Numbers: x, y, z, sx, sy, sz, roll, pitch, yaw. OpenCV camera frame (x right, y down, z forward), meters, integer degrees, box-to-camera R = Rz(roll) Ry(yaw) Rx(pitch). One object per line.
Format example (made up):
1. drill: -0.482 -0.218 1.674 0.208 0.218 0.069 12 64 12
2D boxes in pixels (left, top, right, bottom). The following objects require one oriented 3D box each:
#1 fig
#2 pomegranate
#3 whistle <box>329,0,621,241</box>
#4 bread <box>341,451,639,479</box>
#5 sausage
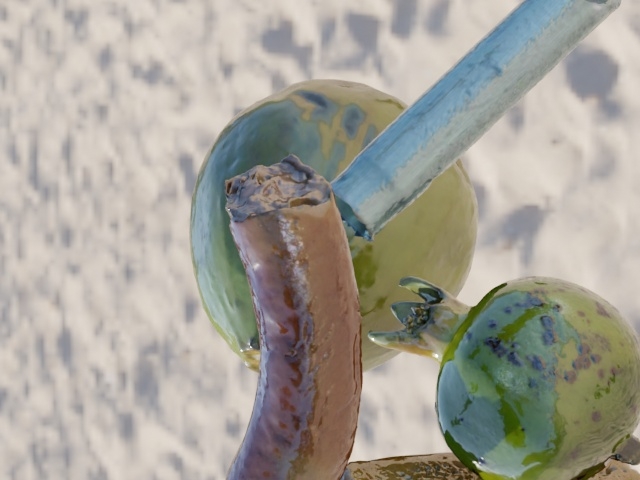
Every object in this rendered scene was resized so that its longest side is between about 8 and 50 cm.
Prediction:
1. fig: 0.005 0.005 1.906 0.343 0.343 0.343 180 90 -67
2. pomegranate: 0.163 0.126 1.507 0.198 0.246 0.198 0 -90 -82
3. whistle: 0.130 -0.124 1.400 0.062 0.312 0.062 45 170 10
4. bread: 0.179 0.280 1.597 0.185 0.380 0.109 52 126 38
5. sausage: -0.020 0.091 1.222 0.076 0.103 0.302 -45 -40 -61
